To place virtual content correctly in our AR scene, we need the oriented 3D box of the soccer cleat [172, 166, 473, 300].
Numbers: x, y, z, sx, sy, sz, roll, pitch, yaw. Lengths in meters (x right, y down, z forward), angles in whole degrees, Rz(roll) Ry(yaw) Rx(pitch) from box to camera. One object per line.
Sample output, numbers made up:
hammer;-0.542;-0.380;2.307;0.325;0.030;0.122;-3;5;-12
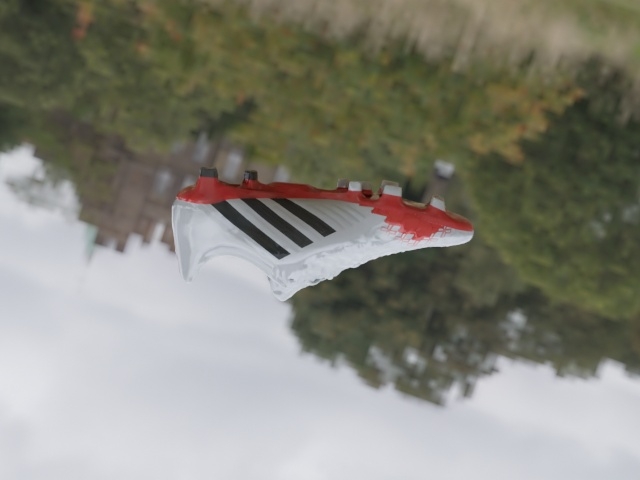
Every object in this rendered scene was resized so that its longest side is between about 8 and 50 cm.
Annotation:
soccer cleat;0.000;0.000;0.507;0.083;0.036;0.029;6;-175;-1
